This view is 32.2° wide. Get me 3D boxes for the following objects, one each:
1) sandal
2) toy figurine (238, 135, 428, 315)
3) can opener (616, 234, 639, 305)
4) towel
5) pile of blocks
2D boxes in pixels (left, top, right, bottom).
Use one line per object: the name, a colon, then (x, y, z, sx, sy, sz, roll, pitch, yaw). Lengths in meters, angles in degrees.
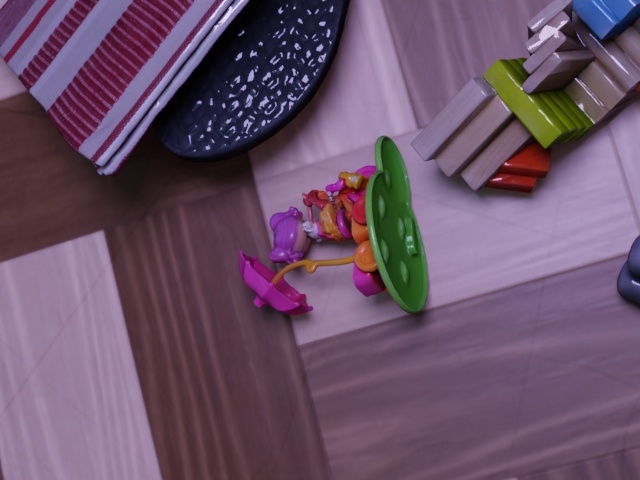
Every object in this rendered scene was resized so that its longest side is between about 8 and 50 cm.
sandal: (-0.030, -0.267, 1.053, 0.167, 0.107, 0.446, 14, 76, 16)
toy figurine: (0.000, 0.000, 1.015, 0.159, 0.130, 0.173, -15, 59, 22)
can opener: (0.399, 0.057, 0.930, 0.283, 0.076, 0.095, 25, 59, 16)
towel: (-0.189, -0.220, 1.030, 0.237, 0.037, 0.329, -51, 44, 6)
pile of blocks: (0.252, -0.155, 0.934, 0.362, 0.149, 0.113, -41, 76, 7)
